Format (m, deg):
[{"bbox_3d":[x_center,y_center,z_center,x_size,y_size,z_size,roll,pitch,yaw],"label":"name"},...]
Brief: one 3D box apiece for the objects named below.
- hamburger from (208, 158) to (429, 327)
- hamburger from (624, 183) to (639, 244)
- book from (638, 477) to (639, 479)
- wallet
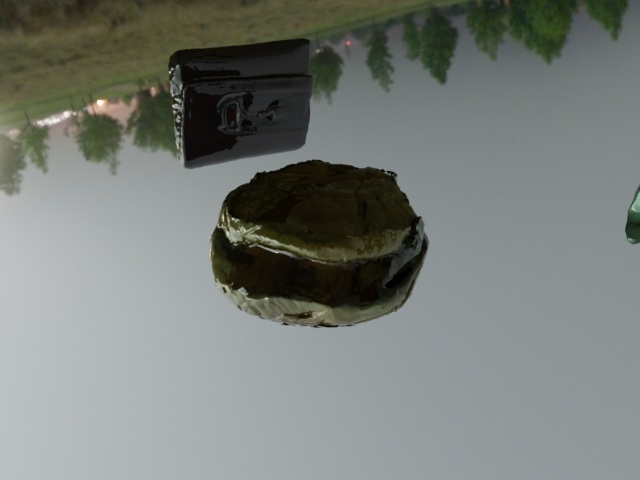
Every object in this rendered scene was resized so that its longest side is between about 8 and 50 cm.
[{"bbox_3d":[0.002,0.000,0.765,0.265,0.134,0.285,5,-154,20],"label":"hamburger"},{"bbox_3d":[0.377,-0.038,0.406,0.150,0.276,0.260,-41,167,-24],"label":"hamburger"},{"bbox_3d":[0.437,0.264,0.480,0.379,0.264,0.031,9,-146,11],"label":"book"},{"bbox_3d":[-0.115,-0.207,0.913,0.229,0.182,0.049,-16,-146,-32],"label":"wallet"}]
